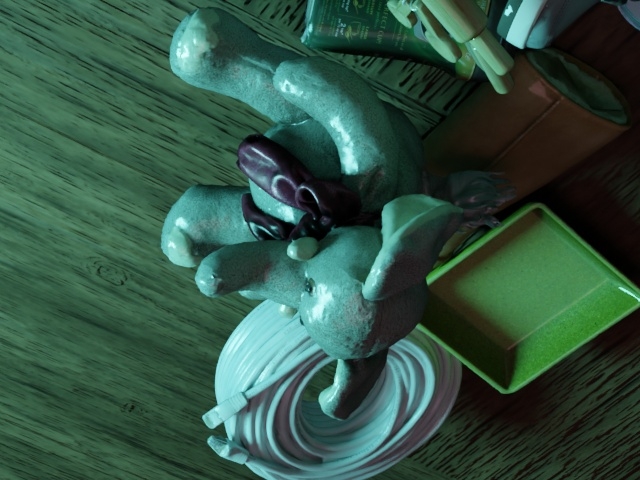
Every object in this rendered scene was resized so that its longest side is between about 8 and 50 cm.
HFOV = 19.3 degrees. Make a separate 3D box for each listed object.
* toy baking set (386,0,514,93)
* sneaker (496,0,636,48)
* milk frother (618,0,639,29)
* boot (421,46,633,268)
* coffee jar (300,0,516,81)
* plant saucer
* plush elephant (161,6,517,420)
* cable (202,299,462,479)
[{"bbox_3d":[0.053,-0.208,1.463,0.030,0.197,0.256,-45,111,-7],"label":"toy baking set"},{"bbox_3d":[0.276,-0.209,1.365,0.178,0.295,0.124,40,164,9],"label":"sneaker"},{"bbox_3d":[0.249,-0.233,1.512,0.143,0.134,0.129,-19,108,25],"label":"milk frother"},{"bbox_3d":[0.112,-0.096,1.742,0.236,0.089,0.269,22,138,-29],"label":"boot"},{"bbox_3d":[0.081,-0.195,1.617,0.184,0.079,0.096,12,94,-4],"label":"coffee jar"},{"bbox_3d":[0.200,0.049,1.892,0.188,0.045,0.188,-37,125,22],"label":"plant saucer"},{"bbox_3d":[0.000,0.000,1.613,0.330,0.255,0.271,14,129,-2],"label":"plush elephant"},{"bbox_3d":[0.018,0.147,1.956,0.257,0.089,0.257,-43,132,7],"label":"cable"}]
